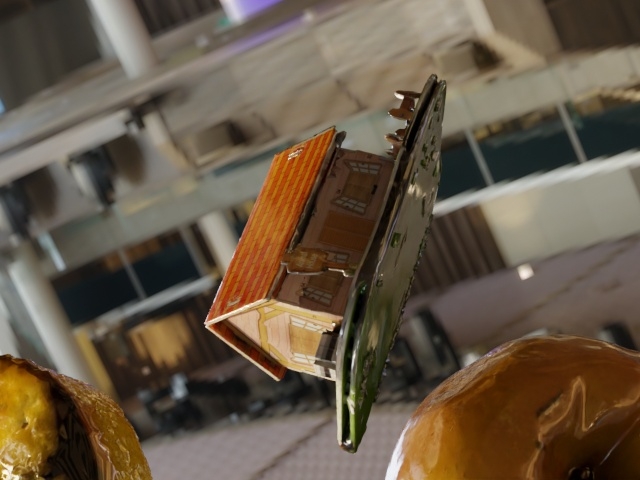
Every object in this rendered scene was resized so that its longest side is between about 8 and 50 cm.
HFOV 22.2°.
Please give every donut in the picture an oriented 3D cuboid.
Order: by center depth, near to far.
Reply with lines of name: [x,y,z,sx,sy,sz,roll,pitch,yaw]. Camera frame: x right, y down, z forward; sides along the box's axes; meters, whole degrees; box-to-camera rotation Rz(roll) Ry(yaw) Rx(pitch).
donut: [-0.229,0.213,1.212,0.253,0.253,0.118,-17,157,31]

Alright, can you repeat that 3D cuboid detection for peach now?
peach: [0.224,0.260,1.531,0.343,0.342,0.301,-27,160,-13]

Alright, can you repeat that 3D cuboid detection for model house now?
model house: [0.000,0.000,1.379,0.154,0.207,0.294,13,-123,12]
